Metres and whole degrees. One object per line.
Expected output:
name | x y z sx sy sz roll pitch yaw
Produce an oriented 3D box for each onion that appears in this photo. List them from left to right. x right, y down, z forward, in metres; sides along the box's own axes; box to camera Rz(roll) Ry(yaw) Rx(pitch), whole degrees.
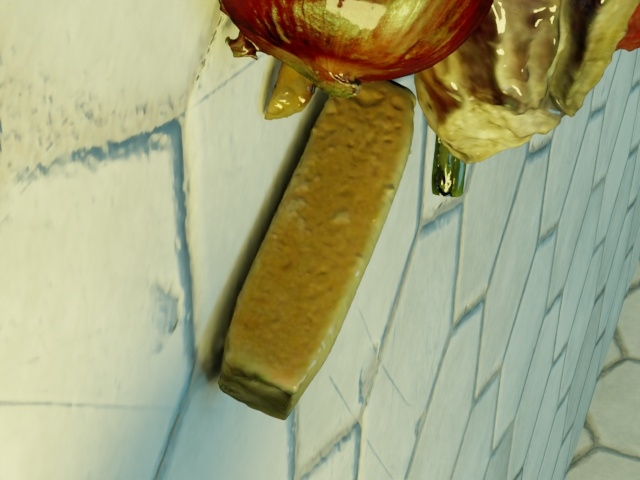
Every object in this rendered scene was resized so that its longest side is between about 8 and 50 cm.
onion | 0.017 -0.111 0.654 0.117 0.119 0.118 -31 134 -75

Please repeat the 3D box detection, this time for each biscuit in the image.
biscuit | 0.000 0.000 0.801 0.056 0.052 0.188 112 2 -58

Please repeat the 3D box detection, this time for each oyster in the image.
oyster | 0.085 -0.167 0.729 0.275 0.100 0.271 -143 -127 -83

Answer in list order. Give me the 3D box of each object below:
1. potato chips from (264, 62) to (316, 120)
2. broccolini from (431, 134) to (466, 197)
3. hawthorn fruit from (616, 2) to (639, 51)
potato chips | 0.013 -0.150 0.759 0.037 0.026 0.204 102 6 -75
broccolini | 0.102 -0.145 1.020 0.123 0.062 0.271 40 58 -57
hawthorn fruit | 0.228 -0.282 1.207 0.165 0.165 0.285 -42 138 -65
